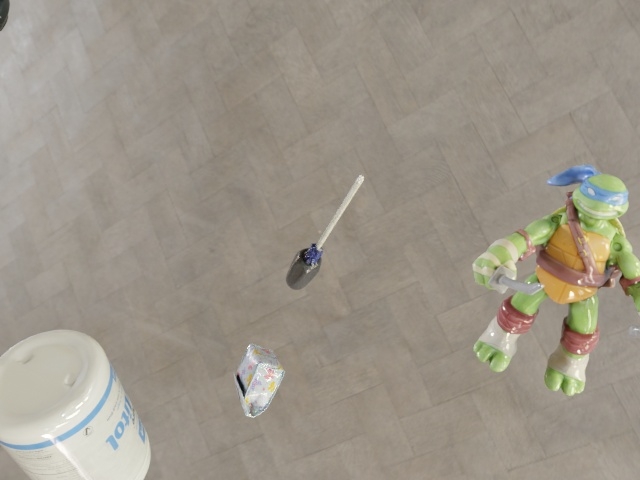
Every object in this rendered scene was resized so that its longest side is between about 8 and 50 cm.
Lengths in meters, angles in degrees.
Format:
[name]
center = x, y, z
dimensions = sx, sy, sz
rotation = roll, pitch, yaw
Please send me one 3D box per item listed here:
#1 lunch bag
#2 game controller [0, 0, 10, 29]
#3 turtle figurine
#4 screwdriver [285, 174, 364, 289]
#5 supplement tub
[lunch bag]
center = -0.095, 0.203, 0.826
dimensions = 0.053, 0.071, 0.083
rotation = 22, 98, -22
[game controller]
center = -0.486, -0.182, 0.633
dimensions = 0.166, 0.067, 0.319
rotation = 31, 76, 21
[turtle figurine]
center = 0.263, 0.080, 0.619
dimensions = 0.198, 0.266, 0.275
rotation = -5, 43, -9
[screwdriver]
center = 0.000, 0.000, 0.435
dimensions = 0.024, 0.170, 0.025
rotation = 45, 62, 8
[supplement tub]
center = -0.150, 0.112, 0.348
dimensions = 0.071, 0.071, 0.107
rotation = 19, 139, 23
